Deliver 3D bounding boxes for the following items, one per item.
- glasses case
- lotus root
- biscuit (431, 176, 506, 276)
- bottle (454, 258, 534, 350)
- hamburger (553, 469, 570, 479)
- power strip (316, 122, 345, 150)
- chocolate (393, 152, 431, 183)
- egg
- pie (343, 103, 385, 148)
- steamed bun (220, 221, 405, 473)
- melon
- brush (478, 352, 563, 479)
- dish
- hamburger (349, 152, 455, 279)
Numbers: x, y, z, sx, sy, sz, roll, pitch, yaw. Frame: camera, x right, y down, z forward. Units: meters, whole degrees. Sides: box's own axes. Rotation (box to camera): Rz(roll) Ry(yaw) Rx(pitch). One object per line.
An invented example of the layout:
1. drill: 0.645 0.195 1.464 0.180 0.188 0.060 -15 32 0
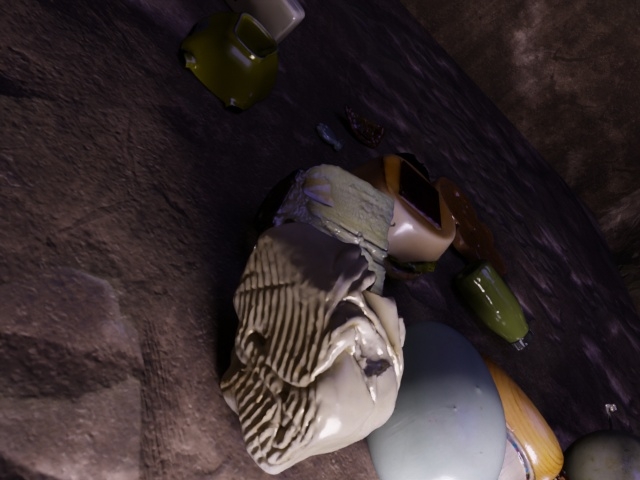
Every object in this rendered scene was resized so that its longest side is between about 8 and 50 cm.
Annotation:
1. glasses case: -0.181 -0.638 1.463 0.313 0.131 0.070 52 31 -5
2. lotus root: -0.012 0.006 1.083 0.260 0.149 0.267 26 61 -31
3. biscuit: 0.441 -0.034 1.804 0.275 0.052 0.355 -15 72 -57
4. bottle: 0.475 0.178 1.592 0.260 0.112 0.112 52 32 -6
5. hamburger: 0.452 0.553 1.179 0.236 0.147 0.237 33 40 -34
6. power strip: 0.027 -0.263 1.482 0.083 0.035 0.055 46 33 -11
7. chocolate: 0.215 -0.148 1.569 0.156 0.156 0.133 59 4 7
8. egg: 0.190 0.283 1.002 0.230 0.230 0.371 42 28 -19
9. pie: 0.120 -0.307 1.651 0.191 0.033 0.088 19 62 -46
10. steamed bun: -0.002 0.142 0.834 0.203 0.276 0.289 9 47 -44
11. melon: 0.669 0.578 1.348 0.308 0.271 0.272 -36 91 -41
12. brush: 0.315 0.359 1.122 0.267 0.166 0.174 61 -13 17
13. dish: -0.175 -0.407 1.278 0.221 0.108 0.262 44 33 -16
14. hamburger: 0.168 -0.054 1.349 0.302 0.170 0.302 33 34 -26
